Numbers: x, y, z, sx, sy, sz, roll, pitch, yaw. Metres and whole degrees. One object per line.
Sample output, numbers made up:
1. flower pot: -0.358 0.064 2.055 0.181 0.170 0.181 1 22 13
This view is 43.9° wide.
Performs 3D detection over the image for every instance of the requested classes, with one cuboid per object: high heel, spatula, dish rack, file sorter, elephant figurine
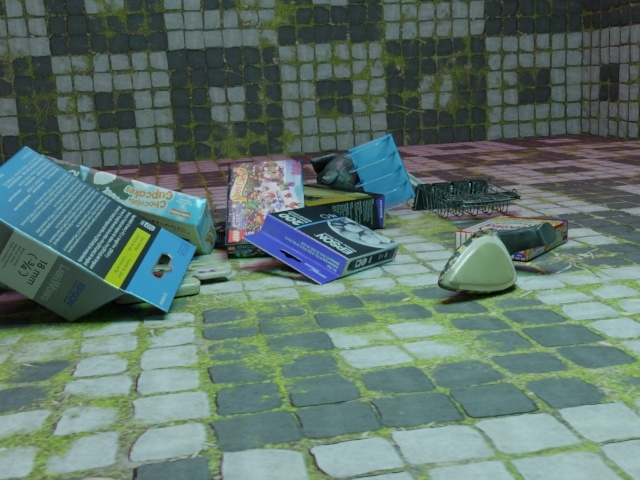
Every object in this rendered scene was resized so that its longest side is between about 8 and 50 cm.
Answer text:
1. high heel: 0.240 0.041 1.303 0.261 0.093 0.186 -22 3 -35
2. spatula: 0.229 -0.177 2.156 0.242 0.019 0.168 29 6 -20
3. dish rack: 0.354 -0.098 1.926 0.208 0.074 0.271 -6 14 -10
4. file sorter: 0.141 -0.157 1.957 0.118 0.170 0.104 -19 10 24
5. elephant figurine: 0.038 -0.162 2.195 0.239 0.186 0.169 -5 49 53

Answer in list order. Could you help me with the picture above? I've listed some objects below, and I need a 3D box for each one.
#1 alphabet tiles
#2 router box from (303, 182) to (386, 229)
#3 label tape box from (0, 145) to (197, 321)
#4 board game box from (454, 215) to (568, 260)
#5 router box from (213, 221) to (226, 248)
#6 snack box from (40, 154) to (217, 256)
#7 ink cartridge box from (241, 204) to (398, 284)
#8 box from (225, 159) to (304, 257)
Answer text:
1. alphabet tiles: -0.311 0.064 1.414 0.278 0.021 0.284 -7 12 -21
2. router box: -0.034 -0.071 1.854 0.243 0.081 0.309 -10 14 -31
3. label tape box: -0.386 0.010 1.268 0.334 0.106 0.240 32 23 -11
4. board game box: 0.368 -0.007 1.523 0.147 0.045 0.193 6 15 37
5. router box: -0.204 -0.012 1.717 0.092 0.038 0.122 1 12 21
6. snack box: -0.365 -0.059 1.504 0.322 0.060 0.187 16 -20 4
7. ink cartridge box: 0.000 0.000 1.455 0.206 0.045 0.208 28 29 34
8. box: -0.112 -0.069 1.632 0.159 0.044 0.233 -3 49 -1
